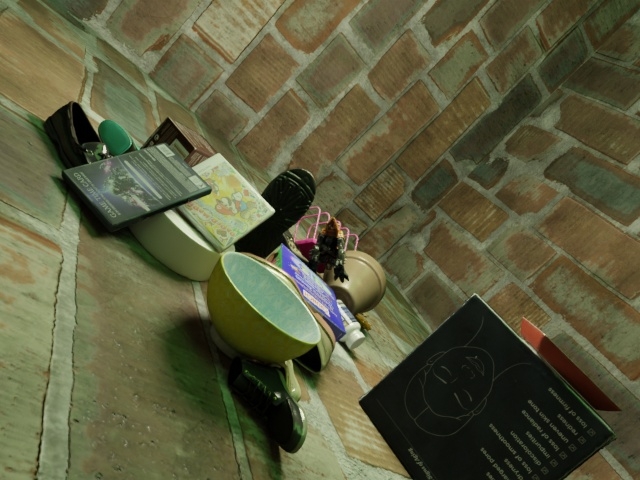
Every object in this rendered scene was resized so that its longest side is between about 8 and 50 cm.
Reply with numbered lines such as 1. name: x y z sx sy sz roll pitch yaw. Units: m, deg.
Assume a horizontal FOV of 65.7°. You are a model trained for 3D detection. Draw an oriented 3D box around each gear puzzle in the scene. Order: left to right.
1. gear puzzle: 0.129 0.285 2.198 0.175 0.044 0.339 26 19 -43

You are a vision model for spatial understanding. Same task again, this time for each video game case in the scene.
1. video game case: -0.425 -0.136 1.171 0.196 0.026 0.274 43 45 17
2. video game case: -0.261 -0.104 1.286 0.227 0.026 0.206 46 49 3

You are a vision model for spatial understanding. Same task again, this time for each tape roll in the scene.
1. tape roll: -0.362 -0.029 1.295 0.286 0.100 0.286 43 10 -10

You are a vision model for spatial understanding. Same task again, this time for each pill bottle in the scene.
1. pill bottle: 0.084 0.304 1.777 0.169 0.094 0.094 50 11 31

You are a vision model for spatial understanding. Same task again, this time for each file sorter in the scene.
1. file sorter: 0.000 0.000 2.150 0.291 0.202 0.182 34 58 -42

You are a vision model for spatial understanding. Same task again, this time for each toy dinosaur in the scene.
1. toy dinosaur: 0.025 0.024 1.802 0.322 0.164 0.218 60 34 -49

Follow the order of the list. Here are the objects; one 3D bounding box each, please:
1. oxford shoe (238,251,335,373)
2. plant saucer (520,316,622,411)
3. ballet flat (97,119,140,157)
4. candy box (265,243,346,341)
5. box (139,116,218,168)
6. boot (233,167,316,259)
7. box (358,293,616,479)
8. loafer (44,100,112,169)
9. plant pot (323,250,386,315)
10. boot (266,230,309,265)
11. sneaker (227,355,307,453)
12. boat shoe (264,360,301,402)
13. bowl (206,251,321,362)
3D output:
1. oxford shoe: -0.109 0.190 1.331 0.397 0.140 0.146 43 15 -6
2. plant saucer: 0.652 0.335 1.341 0.258 0.048 0.259 46 8 7
3. ballet flat: -0.567 -0.250 1.472 0.247 0.083 0.087 47 -14 8
4. candy box: -0.067 0.180 1.586 0.268 0.122 0.317 43 9 -16
5. box: -0.467 -0.279 1.689 0.167 0.168 0.203 47 10 18
6. boot: -0.172 -0.086 1.498 0.131 0.348 0.260 41 1 -20
7. box: 0.459 0.496 1.417 0.480 0.472 0.297 50 10 30
8. loafer: -0.581 -0.231 1.229 0.302 0.095 0.109 48 11 20
9. plant pot: 0.105 0.195 1.950 0.263 0.263 0.229 46 29 4
10. boot: -0.194 -0.026 1.857 0.377 0.138 0.284 41 11 -43
11. sneaker: -0.113 0.320 0.973 0.118 0.083 0.222 32 6 -33
12. boat shoe: -0.098 0.297 1.138 0.059 0.063 0.170 43 9 -48
13. bowl: -0.156 0.177 1.111 0.289 0.156 0.289 42 9 -9
